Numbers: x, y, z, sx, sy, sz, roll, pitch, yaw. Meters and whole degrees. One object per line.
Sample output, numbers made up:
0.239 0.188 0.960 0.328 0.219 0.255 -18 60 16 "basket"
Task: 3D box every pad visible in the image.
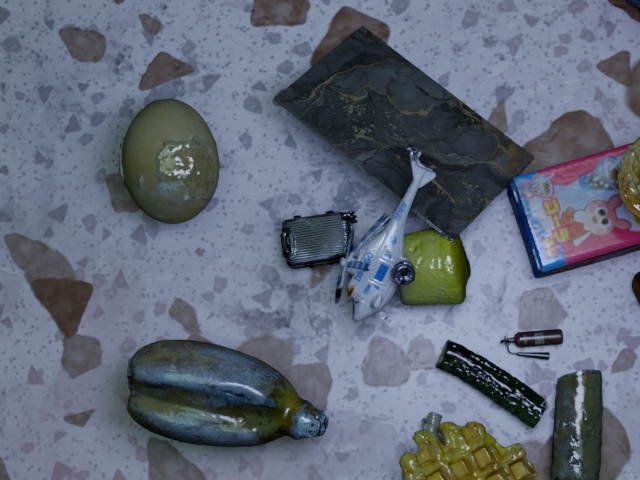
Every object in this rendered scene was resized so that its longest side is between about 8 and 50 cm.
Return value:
0.138 -0.181 1.794 0.367 0.007 0.247 40 57 10 "pad"

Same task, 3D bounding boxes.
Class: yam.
0.395 0.288 1.718 0.078 0.078 0.179 3 81 5 "yam"

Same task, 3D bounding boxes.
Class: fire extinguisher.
0.334 0.167 1.771 0.100 0.032 0.046 -6 114 3 "fire extinguisher"

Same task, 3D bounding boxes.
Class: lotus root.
-0.145 0.245 1.738 0.322 0.140 0.158 11 99 1 "lotus root"

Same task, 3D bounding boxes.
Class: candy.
0.464 -0.058 1.761 0.306 0.100 0.157 -17 78 2 "candy"

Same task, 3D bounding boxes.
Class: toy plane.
0.106 -0.005 1.690 0.107 0.182 0.273 25 86 -10 "toy plane"

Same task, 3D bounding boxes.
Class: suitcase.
0.000 0.000 1.808 0.126 0.059 0.086 -8 79 5 "suitcase"

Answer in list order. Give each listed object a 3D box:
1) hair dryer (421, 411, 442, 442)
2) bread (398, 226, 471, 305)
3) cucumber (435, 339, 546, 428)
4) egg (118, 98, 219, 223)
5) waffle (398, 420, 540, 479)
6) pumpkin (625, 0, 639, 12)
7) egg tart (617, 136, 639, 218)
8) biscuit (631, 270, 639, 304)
0.212 0.458 1.703 0.296 0.119 0.298 35 72 3 "hair dryer"
0.174 0.036 1.752 0.114 0.111 0.129 -10 44 11 "bread"
0.268 0.222 1.751 0.187 0.058 0.058 33 84 11 "cucumber"
-0.240 -0.128 1.795 0.164 0.164 0.201 -6 87 3 "egg"
0.246 0.422 1.661 0.307 0.060 0.312 12 62 -16 "waffle"
0.603 -0.455 1.691 0.363 0.363 0.266 33 80 9 "pumpkin"
0.544 -0.087 1.650 0.212 0.090 0.212 -4 60 7 "egg tart"
0.615 0.178 1.590 0.166 0.342 0.395 -23 82 -3 "biscuit"
